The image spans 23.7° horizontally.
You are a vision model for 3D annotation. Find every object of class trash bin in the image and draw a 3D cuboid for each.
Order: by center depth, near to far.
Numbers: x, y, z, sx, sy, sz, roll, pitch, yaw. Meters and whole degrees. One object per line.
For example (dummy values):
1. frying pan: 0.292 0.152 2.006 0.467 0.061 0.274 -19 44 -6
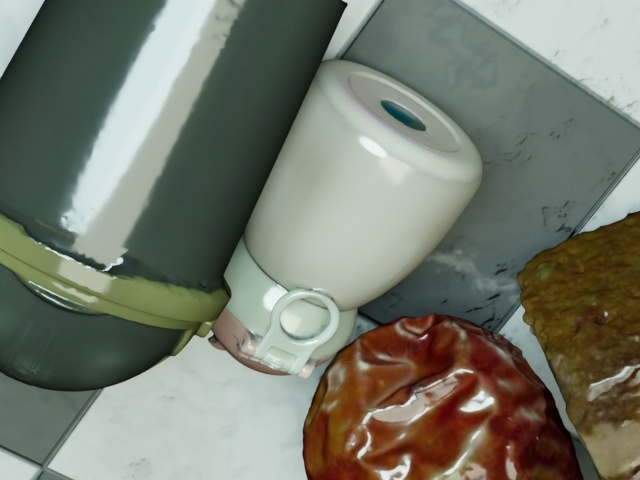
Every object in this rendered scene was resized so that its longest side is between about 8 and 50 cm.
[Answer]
1. trash bin: -0.131 -0.050 1.010 0.214 0.214 0.334 27 99 -21

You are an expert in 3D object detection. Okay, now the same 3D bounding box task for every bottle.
1. bottle: 0.000 0.000 1.115 0.147 0.147 0.236 24 114 -20

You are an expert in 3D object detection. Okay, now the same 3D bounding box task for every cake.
1. cake: 0.294 0.133 1.208 0.199 0.196 0.293 -22 123 3

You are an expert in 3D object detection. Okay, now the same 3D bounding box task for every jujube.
1. jujube: 0.112 0.209 1.203 0.216 0.216 0.342 -28 133 4
